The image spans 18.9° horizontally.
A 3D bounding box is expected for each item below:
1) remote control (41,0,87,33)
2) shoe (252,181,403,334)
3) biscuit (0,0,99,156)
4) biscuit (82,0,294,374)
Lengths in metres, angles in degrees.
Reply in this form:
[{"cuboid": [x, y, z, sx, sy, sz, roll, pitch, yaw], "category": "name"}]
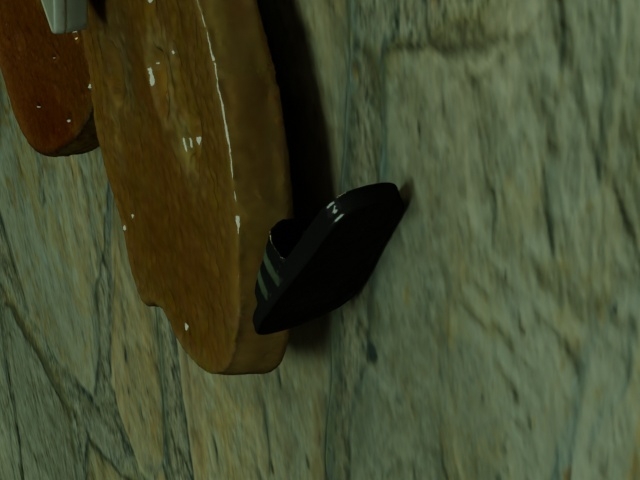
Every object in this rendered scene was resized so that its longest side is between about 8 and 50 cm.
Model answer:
[{"cuboid": [-0.224, -0.272, 1.532, 0.250, 0.034, 0.103, -113, 21, -44], "category": "remote control"}, {"cuboid": [0.000, 0.000, 1.238, 0.049, 0.071, 0.179, 67, 151, 22], "category": "shoe"}, {"cuboid": [-0.238, -0.214, 1.711, 0.262, 0.052, 0.277, -33, 73, 63], "category": "biscuit"}, {"cuboid": [-0.098, -0.098, 1.417, 0.365, 0.062, 0.385, -154, 54, -65], "category": "biscuit"}]
